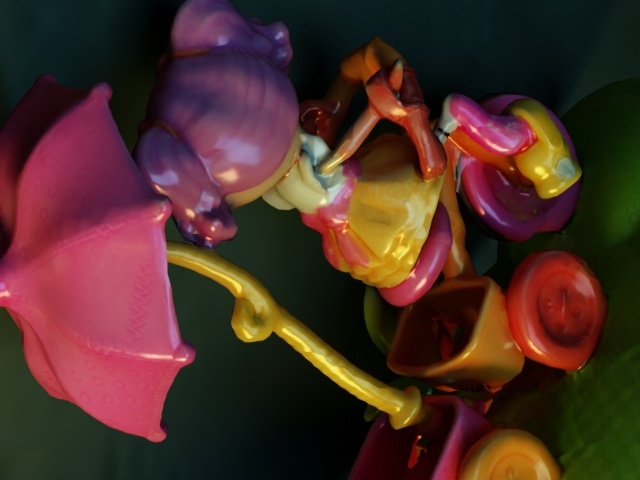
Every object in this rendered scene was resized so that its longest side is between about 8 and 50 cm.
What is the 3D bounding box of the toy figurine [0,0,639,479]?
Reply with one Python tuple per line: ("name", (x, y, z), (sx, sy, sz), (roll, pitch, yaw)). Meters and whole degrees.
("toy figurine", (0.000, 0.000, 0.407), (0.159, 0.130, 0.173), (29, 68, -26))
